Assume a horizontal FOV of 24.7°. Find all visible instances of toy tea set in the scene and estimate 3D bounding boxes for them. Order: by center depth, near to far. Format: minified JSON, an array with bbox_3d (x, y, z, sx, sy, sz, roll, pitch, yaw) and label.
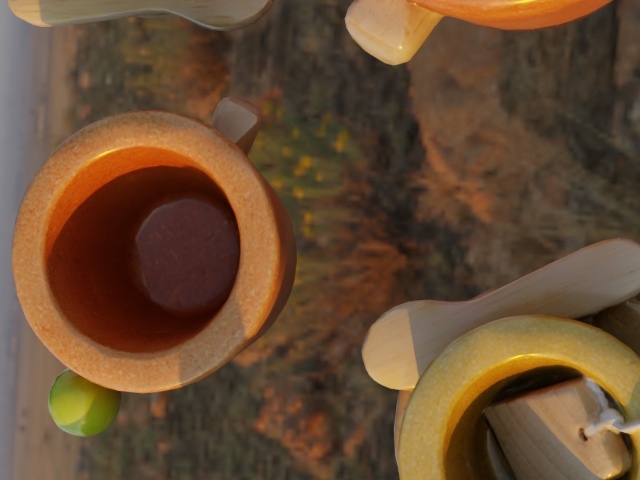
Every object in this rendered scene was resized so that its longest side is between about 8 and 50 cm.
[{"bbox_3d":[0.000,0.000,0.351,0.124,0.200,0.336,13,-107,-77],"label":"toy tea set"}]
